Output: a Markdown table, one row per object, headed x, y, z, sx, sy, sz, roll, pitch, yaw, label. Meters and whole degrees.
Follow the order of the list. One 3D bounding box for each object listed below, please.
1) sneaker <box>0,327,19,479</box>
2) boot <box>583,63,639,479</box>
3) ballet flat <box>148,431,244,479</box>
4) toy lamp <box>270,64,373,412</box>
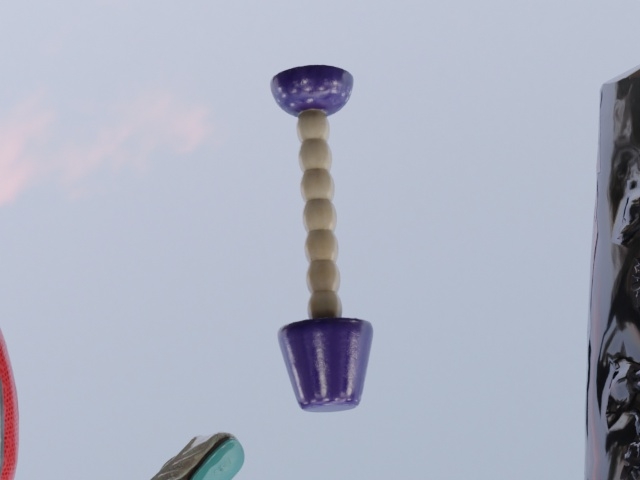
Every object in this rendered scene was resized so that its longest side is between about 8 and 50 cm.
| x | y | z | sx | sy | sz | roll | pitch | yaw | label |
| --- | --- | --- | --- | --- | --- | --- | --- | --- | --- |
| -0.164 | -0.021 | 0.360 | 0.279 | 0.118 | 0.107 | 35 | -87 | 20 | sneaker |
| 0.237 | 0.108 | 0.564 | 0.367 | 0.146 | 0.445 | -8 | -117 | 49 | boot |
| -0.124 | 0.210 | 1.218 | 0.052 | 0.057 | 0.168 | -1 | -158 | 36 | ballet flat |
| 0.000 | 0.000 | 1.216 | 0.080 | 0.080 | 0.274 | -3 | -106 | 4 | toy lamp |
